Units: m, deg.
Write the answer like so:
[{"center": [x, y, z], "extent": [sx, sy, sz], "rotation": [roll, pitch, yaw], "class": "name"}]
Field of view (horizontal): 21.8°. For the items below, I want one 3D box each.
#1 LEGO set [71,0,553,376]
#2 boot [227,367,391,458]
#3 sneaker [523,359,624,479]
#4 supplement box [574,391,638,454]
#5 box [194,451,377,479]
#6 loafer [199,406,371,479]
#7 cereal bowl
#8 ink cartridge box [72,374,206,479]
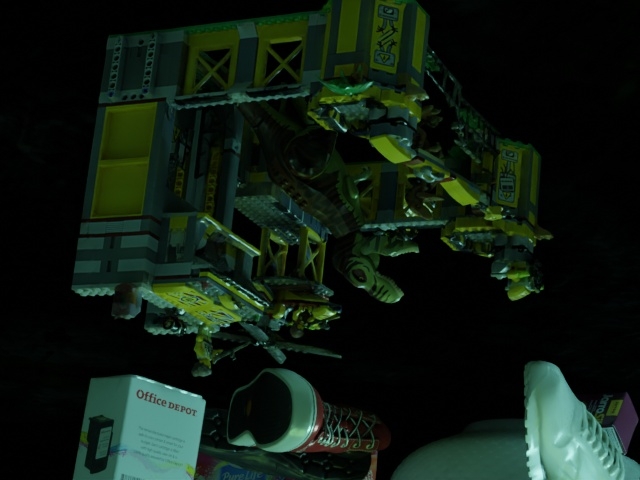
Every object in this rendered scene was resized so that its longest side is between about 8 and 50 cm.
[{"center": [0.000, 0.000, 1.031], "extent": [0.255, 0.192, 0.331], "rotation": [0, 161, 17], "class": "LEGO set"}, {"center": [0.010, 0.197, 1.814], "extent": [0.176, 0.088, 0.244], "rotation": [10, 170, -14], "class": "boot"}, {"center": [0.257, 0.211, 1.680], "extent": [0.095, 0.090, 0.235], "rotation": [-4, 128, 17], "class": "sneaker"}, {"center": [0.282, 0.192, 1.736], "extent": [0.083, 0.055, 0.043], "rotation": [-7, 123, 33], "class": "supplement box"}, {"center": [-0.068, 0.318, 2.132], "extent": [0.257, 0.128, 0.123], "rotation": [-5, 159, 31], "class": "box"}, {"center": [-0.050, 0.246, 2.004], "extent": [0.223, 0.076, 0.078], "rotation": [12, 167, -5], "class": "loafer"}, {"center": [0.241, 0.294, 1.941], "extent": [0.339, 0.141, 0.339], "rotation": [5, 161, 2], "class": "cereal bowl"}, {"center": [-0.209, 0.252, 1.903], "extent": [0.072, 0.175, 0.127], "rotation": [-7, 158, 41], "class": "ink cartridge box"}]
